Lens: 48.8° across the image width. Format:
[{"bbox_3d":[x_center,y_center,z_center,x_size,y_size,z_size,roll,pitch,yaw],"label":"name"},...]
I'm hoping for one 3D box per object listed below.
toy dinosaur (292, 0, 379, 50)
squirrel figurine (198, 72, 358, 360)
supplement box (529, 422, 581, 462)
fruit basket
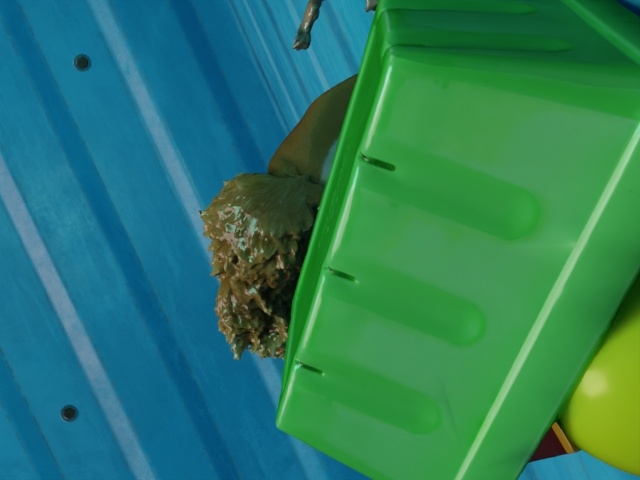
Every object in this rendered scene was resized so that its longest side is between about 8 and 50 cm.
[{"bbox_3d":[-0.001,-0.389,0.905,0.296,0.127,0.200,110,142,-72],"label":"toy dinosaur"},{"bbox_3d":[0.000,0.000,1.063,0.281,0.397,0.370,58,162,16],"label":"squirrel figurine"},{"bbox_3d":[0.243,0.117,0.748,0.191,0.129,0.194,62,172,19],"label":"supplement box"},{"bbox_3d":[0.177,0.031,0.509,0.283,0.392,0.392,-85,-23,-60],"label":"fruit basket"}]
